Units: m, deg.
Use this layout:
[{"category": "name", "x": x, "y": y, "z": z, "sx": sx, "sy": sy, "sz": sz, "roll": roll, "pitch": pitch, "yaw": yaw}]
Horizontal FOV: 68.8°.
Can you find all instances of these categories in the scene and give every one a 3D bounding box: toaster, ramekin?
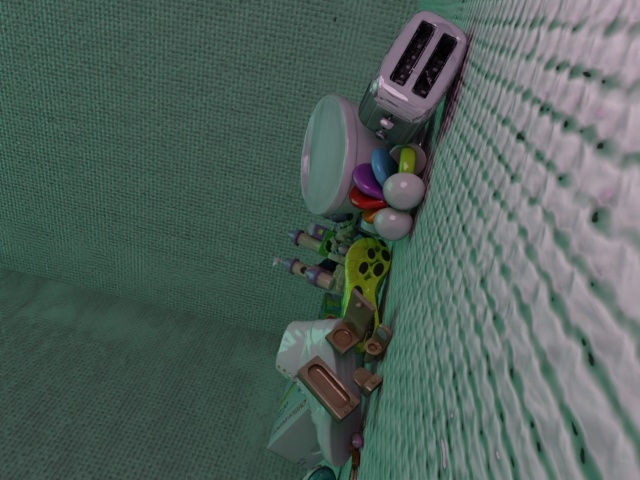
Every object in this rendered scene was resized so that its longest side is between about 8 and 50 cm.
[{"category": "toaster", "x": 0.162, "y": -0.282, "z": 0.802, "sx": 0.227, "sy": 0.129, "sz": 0.146, "roll": -59, "pitch": 1, "yaw": -1}, {"category": "ramekin", "x": 0.057, "y": -0.186, "z": 1.060, "sx": 0.273, "sy": 0.127, "sz": 0.273, "roll": -177, "pitch": 90, "yaw": -67}]

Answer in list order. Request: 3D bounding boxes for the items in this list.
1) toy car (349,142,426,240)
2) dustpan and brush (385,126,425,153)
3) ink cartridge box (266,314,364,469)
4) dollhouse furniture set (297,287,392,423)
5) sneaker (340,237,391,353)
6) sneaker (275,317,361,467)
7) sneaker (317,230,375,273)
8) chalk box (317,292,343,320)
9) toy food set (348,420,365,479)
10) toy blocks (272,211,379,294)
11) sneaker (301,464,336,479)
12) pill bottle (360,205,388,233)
[{"category": "toy car", "x": 0.124, "y": -0.103, "z": 0.903, "sx": 0.182, "sy": 0.136, "sz": 0.159, "roll": 101, "pitch": -176, "yaw": -45}, {"category": "dustpan and brush", "x": 0.201, "y": -0.249, "z": 0.989, "sx": 0.147, "sy": 0.060, "sz": 0.211, "roll": 48, "pitch": -128, "yaw": -57}, {"category": "ink cartridge box", "x": -0.002, "y": 0.382, "z": 1.201, "sx": 0.226, "sy": 0.131, "sz": 0.306, "roll": -54, "pitch": 9, "yaw": 33}, {"category": "dollhouse furniture set", "x": 0.047, "y": 0.203, "z": 0.832, "sx": 0.151, "sy": 0.144, "sz": 0.123, "roll": -31, "pitch": -29, "yaw": -31}, {"category": "sneaker", "x": 0.094, "y": 0.123, "z": 1.102, "sx": 0.124, "sy": 0.109, "sz": 0.296, "roll": 107, "pitch": 177, "yaw": -61}, {"category": "sneaker", "x": -0.010, "y": 0.313, "z": 0.998, "sx": 0.108, "sy": 0.169, "sz": 0.293, "roll": 8, "pitch": -102, "yaw": -50}, {"category": "sneaker", "x": 0.089, "y": 0.048, "z": 1.667, "sx": 0.282, "sy": 0.099, "sz": 0.153, "roll": -16, "pitch": -45, "yaw": -43}, {"category": "chalk box", "x": 0.066, "y": 0.298, "z": 1.848, "sx": 0.132, "sy": 0.131, "sz": 0.213, "roll": -86, "pitch": 8, "yaw": -64}, {"category": "toy food set", "x": 0.064, "y": 0.412, "z": 0.895, "sx": 0.078, "sy": 0.019, "sz": 0.122, "roll": 100, "pitch": -176, "yaw": -56}, {"category": "toy blocks", "x": 0.000, "y": 0.000, "z": 1.455, "sx": 0.289, "sy": 0.260, "sz": 0.309, "roll": -66, "pitch": -24, "yaw": -1}, {"category": "sneaker", "x": -0.016, "y": 0.681, "z": 1.105, "sx": 0.110, "sy": 0.107, "sz": 0.276, "roll": -11, "pitch": 57, "yaw": 60}, {"category": "pill bottle", "x": 0.153, "y": -0.113, "z": 1.120, "sx": 0.103, "sy": 0.103, "sz": 0.184, "roll": -71, "pitch": -6, "yaw": -69}]
